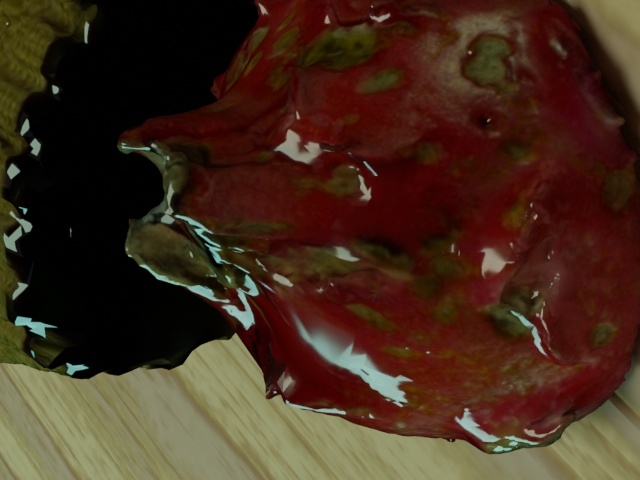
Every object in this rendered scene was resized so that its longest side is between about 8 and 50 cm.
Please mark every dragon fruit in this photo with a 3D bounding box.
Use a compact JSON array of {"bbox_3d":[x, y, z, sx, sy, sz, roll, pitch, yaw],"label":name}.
[{"bbox_3d":[0.000,0.000,0.528,0.153,0.111,0.153,42,140,50],"label":"dragon fruit"}]

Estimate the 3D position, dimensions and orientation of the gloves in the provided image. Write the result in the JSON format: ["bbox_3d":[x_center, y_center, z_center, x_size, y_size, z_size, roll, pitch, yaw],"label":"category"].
[{"bbox_3d":[-0.142,-0.074,0.694,0.356,0.155,0.203,36,127,56],"label":"gloves"}]
